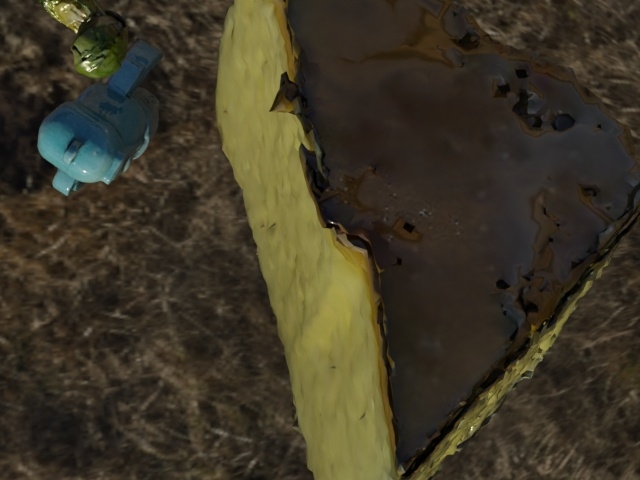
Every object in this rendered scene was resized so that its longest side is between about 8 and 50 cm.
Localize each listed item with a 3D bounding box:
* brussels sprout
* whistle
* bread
[{"bbox_3d":[-0.177,-0.163,0.882,0.083,0.051,0.046,59,137,18],"label":"brussels sprout"},{"bbox_3d":[-0.227,-0.119,1.250,0.093,0.274,0.186,34,106,-4],"label":"whistle"},{"bbox_3d":[0.000,0.000,0.703,0.315,0.248,0.279,31,61,11],"label":"bread"}]
